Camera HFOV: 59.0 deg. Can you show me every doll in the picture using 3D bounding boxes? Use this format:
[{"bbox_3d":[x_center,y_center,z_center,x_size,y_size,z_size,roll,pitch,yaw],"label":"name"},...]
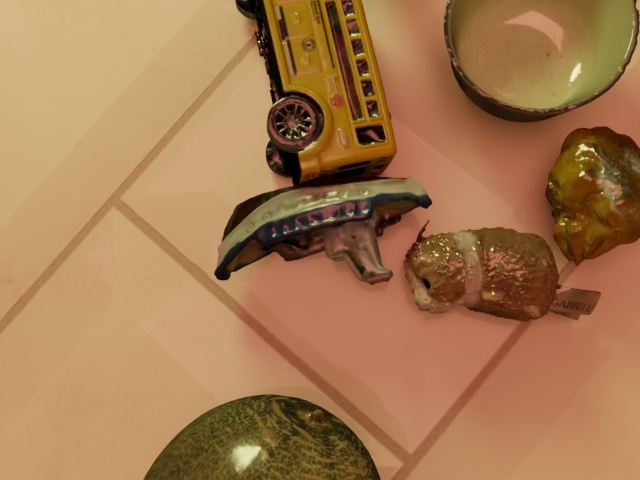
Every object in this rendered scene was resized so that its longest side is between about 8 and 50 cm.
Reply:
[{"bbox_3d":[0.203,0.042,0.634,0.221,0.105,0.114,11,75,9],"label":"doll"}]

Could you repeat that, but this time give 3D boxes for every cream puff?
[{"bbox_3d":[0.313,-0.048,0.641,0.146,0.116,0.146,15,46,-16],"label":"cream puff"}]

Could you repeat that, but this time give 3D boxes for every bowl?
[{"bbox_3d":[0.244,-0.230,0.670,0.211,0.112,0.211,-1,81,4],"label":"bowl"}]

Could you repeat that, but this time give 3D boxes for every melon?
[{"bbox_3d":[-0.074,0.308,0.547,0.249,0.248,0.329,29,91,9],"label":"melon"}]

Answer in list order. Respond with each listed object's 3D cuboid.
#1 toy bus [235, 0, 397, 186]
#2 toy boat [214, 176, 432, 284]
[{"bbox_3d":[-0.015,-0.230,0.679,0.151,0.145,0.331,-12,84,-5],"label":"toy bus"},{"bbox_3d":[0.000,0.000,0.652,0.262,0.114,0.115,-8,76,12],"label":"toy boat"}]
